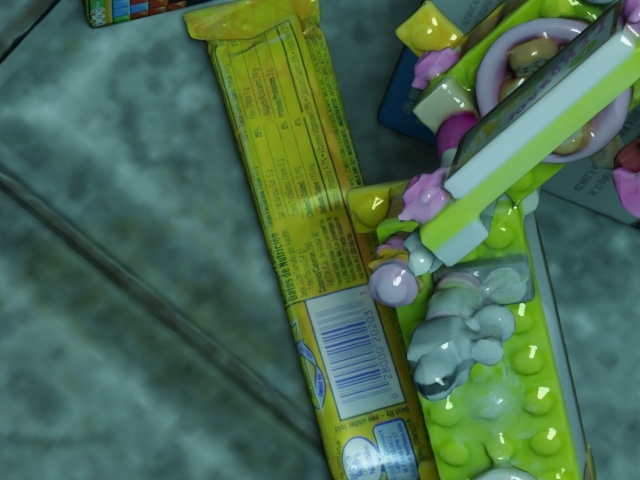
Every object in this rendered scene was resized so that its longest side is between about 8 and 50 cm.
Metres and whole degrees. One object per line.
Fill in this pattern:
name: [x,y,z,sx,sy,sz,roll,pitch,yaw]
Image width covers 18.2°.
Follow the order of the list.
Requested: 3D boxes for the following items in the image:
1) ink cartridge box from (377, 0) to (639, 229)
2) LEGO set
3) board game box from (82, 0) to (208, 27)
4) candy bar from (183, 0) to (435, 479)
ink cartridge box: [0.124,-0.052,0.541,0.190,0.139,0.082,21,70,-1]
LEGO set: [0.061,0.016,0.445,0.132,0.287,0.107,24,28,0]
board game box: [-0.064,-0.165,0.551,0.048,0.141,0.170,-14,77,-11]
candy bar: [0.000,0.000,0.575,0.040,0.018,0.161,-15,77,-7]
